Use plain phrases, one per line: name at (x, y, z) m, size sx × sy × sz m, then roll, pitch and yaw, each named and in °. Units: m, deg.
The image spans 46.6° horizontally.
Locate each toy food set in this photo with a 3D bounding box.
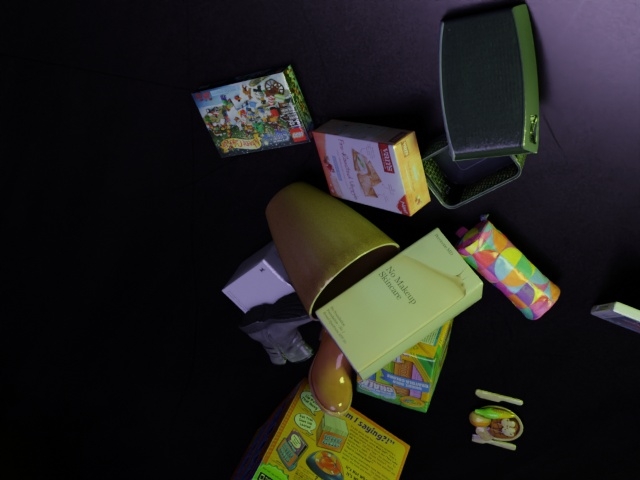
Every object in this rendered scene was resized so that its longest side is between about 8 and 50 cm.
toy food set at (0.436, 0.462, 1.856) m, size 0.133 × 0.038 × 0.192 m, roll 9°, pitch 128°, yaw 20°

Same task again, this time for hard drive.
hard drive at (0.286, -0.271, 1.294) m, size 0.172 × 0.054 × 0.254 m, roll -3°, pitch 96°, yaw 28°

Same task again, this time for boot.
boot at (0.058, 0.241, 1.717) m, size 0.109 × 0.283 × 0.220 m, roll 16°, pitch 139°, yaw -8°
boot at (-0.061, 0.212, 1.734) m, size 0.247 × 0.083 × 0.161 m, roll -19°, pitch 123°, yaw 41°

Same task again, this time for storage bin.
storage bin at (0.290, -0.156, 1.427) m, size 0.180 × 0.084 × 0.122 m, roll -28°, pitch 110°, yaw 39°

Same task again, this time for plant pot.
plant pot at (0.000, 0.000, 1.591) m, size 0.254 × 0.237 × 0.237 m, roll 50°, pitch 136°, yaw 22°

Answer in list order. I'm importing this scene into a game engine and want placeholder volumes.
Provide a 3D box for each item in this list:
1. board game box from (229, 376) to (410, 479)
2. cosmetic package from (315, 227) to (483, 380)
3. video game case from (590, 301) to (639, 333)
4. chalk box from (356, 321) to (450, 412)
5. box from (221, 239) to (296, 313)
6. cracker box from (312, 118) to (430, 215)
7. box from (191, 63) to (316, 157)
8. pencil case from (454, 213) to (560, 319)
board game box at (-0.034, 0.673, 2.031) m, size 0.357 × 0.356 × 0.356 m, roll 34°, pitch 133°, yaw -2°
cosmetic package at (0.163, 0.133, 1.536) m, size 0.160 × 0.309 × 0.113 m, roll 53°, pitch 175°, yaw 22°
video game case at (0.651, 0.171, 1.462) m, size 0.201 × 0.023 × 0.183 m, roll 22°, pitch 176°, yaw 9°
chalk box at (0.193, 0.264, 1.718) m, size 0.179 × 0.180 × 0.288 m, roll 15°, pitch 141°, yaw 15°
box at (-0.105, 0.112, 1.799) m, size 0.181 × 0.119 × 0.182 m, roll 46°, pitch 131°, yaw -11°
cracker box at (0.098, -0.149, 1.479) m, size 0.232 × 0.067 × 0.155 m, roll 17°, pitch 135°, yaw 46°
box at (-0.140, -0.270, 1.575) m, size 0.233 × 0.044 × 0.159 m, roll -6°, pitch 121°, yaw 30°
pencil case at (0.384, 0.057, 1.538) m, size 0.236 × 0.104 × 0.104 m, roll 44°, pitch 131°, yaw -7°
